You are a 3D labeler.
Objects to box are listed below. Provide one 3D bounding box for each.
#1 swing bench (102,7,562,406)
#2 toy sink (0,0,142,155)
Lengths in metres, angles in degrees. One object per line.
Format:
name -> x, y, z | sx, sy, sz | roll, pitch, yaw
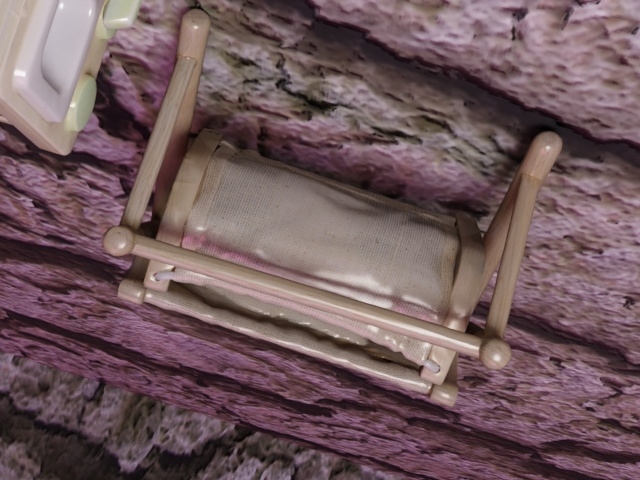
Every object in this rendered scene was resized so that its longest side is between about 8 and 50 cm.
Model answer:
swing bench -> 0.000, 0.000, 0.922 | 0.253, 0.165, 0.255 | 17, 163, -1
toy sink -> -0.177, -0.133, 0.705 | 0.234, 0.131, 0.153 | 16, 173, 4
